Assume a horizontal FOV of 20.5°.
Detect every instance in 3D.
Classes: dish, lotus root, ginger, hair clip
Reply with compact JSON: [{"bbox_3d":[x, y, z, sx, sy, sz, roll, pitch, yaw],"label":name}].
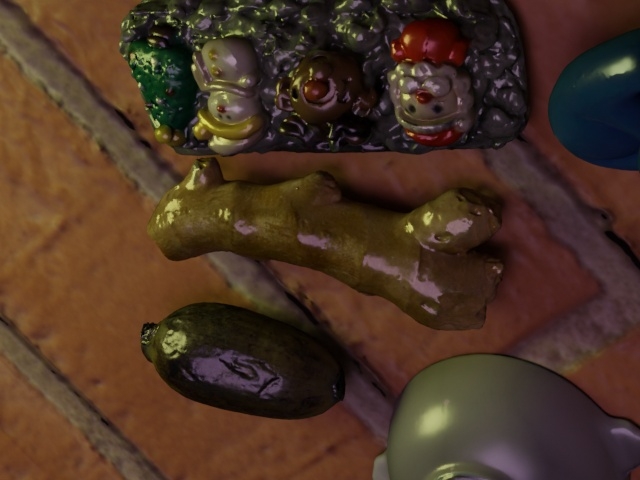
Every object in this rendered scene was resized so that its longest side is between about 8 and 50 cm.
[{"bbox_3d":[0.145,0.207,1.411,0.228,0.086,0.236,45,130,-6],"label":"dish"},{"bbox_3d":[-0.066,0.101,1.451,0.179,0.080,0.089,14,126,17],"label":"lotus root"},{"bbox_3d":[-0.001,0.001,1.364,0.299,0.065,0.118,8,110,21],"label":"ginger"},{"bbox_3d":[-0.013,-0.114,1.278,0.321,0.091,0.138,0,118,25],"label":"hair clip"}]

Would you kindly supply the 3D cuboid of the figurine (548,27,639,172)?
[{"bbox_3d":[0.319,-0.074,1.059,0.416,0.298,0.243,10,158,24],"label":"figurine"}]
